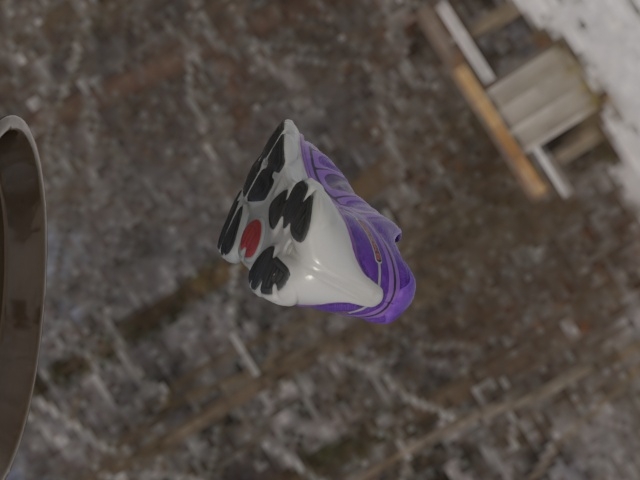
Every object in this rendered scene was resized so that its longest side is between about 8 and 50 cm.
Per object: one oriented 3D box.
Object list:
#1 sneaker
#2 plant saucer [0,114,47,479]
[{"bbox_3d":[0.000,0.000,0.836,0.071,0.068,0.170,26,-166,-19],"label":"sneaker"},{"bbox_3d":[-0.243,0.048,1.327,0.278,0.041,0.278,5,-90,-87],"label":"plant saucer"}]
